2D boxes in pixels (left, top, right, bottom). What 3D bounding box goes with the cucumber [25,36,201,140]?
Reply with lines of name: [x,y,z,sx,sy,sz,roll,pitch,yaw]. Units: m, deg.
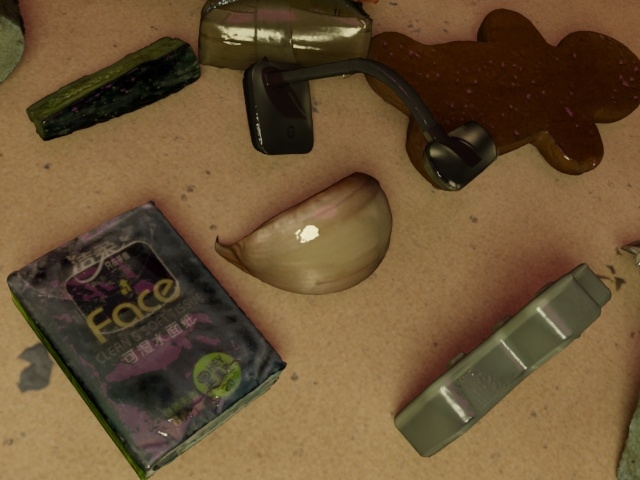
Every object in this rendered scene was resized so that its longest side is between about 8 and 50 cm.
cucumber: [-0.248,-0.176,0.864,0.211,0.062,0.078,-38,40,-25]

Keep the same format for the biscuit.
biscuit: [0.284,-0.203,1.012,0.431,0.064,0.283,-17,70,-22]

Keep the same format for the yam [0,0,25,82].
yam: [-0.435,-0.281,0.829,0.153,0.154,0.255,-12,58,-21]

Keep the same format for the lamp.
lamp: [0.069,-0.150,0.845,0.283,0.125,0.203,14,15,30]

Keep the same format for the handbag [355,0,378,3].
handbag: [-0.087,-0.449,0.972,0.409,0.116,0.304,15,39,6]

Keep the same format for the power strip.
power strip: [0.202,0.104,0.717,0.264,0.194,0.059,-31,72,-30]

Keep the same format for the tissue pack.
tissue pack: [-0.170,0.090,0.700,0.173,0.073,0.235,-31,71,-31]

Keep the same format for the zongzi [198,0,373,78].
zongzi: [-0.046,-0.321,0.987,0.227,0.115,0.256,3,43,-1]

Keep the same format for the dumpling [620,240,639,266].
dumpling: [0.463,0.036,0.893,0.111,0.181,0.155,-46,40,2]

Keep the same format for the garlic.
garlic: [0.000,-0.007,0.784,0.206,0.115,0.128,-21,72,-22]

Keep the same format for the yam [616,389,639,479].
yam: [0.489,0.211,0.725,0.271,0.201,0.203,10,94,-25]
